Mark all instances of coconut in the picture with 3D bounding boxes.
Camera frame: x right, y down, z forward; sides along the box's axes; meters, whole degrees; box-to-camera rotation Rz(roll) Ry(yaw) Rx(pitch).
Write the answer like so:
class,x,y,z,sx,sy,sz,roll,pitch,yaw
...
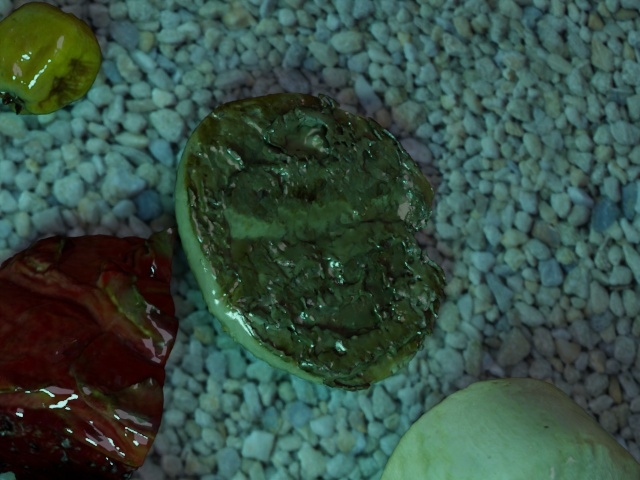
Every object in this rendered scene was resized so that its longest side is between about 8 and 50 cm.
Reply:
class,x,y,z,sx,sy,sz,roll,pitch,yaw
coconut,0.205,0.301,1.816,0.328,0.329,0.329,8,67,-20

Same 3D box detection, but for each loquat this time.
class,x,y,z,sx,sy,sz,roll,pitch,yaw
loquat,-0.325,-0.208,1.878,0.137,0.113,0.137,-1,93,-20

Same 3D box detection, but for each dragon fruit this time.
class,x,y,z,sx,sy,sz,roll,pitch,yaw
dragon fruit,-0.277,0.075,1.719,0.286,0.228,0.329,29,63,-8

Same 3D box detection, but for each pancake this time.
class,x,y,z,sx,sy,sz,roll,pitch,yaw
pancake,0.001,-0.001,1.930,0.382,0.071,0.382,13,66,-31
